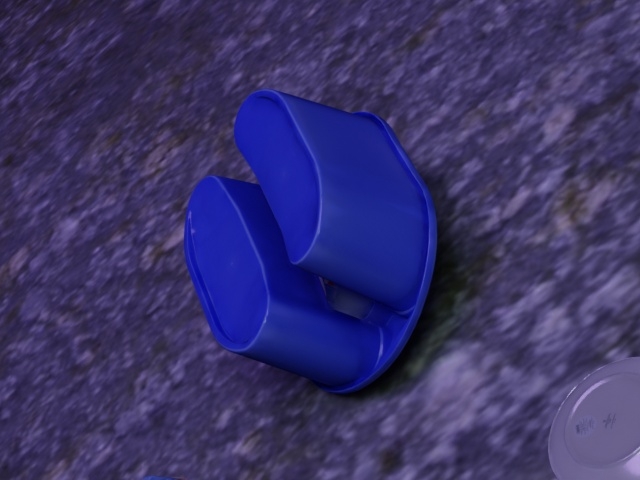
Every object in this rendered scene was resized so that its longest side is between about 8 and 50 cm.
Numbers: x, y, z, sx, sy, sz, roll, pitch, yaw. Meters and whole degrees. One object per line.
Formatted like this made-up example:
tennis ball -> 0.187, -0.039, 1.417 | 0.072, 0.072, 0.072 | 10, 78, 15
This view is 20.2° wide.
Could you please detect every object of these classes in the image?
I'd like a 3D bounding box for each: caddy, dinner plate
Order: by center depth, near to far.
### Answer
dinner plate -> 0.257, 0.159, 1.560 | 0.141, 0.017, 0.141 | -27, 40, 26
caddy -> 0.000, 0.000, 1.830 | 0.241, 0.179, 0.341 | -59, 31, 24

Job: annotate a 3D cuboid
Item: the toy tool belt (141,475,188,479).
toy tool belt -> -0.169, 0.261, 1.848 | 0.083, 0.051, 0.052 | -3, 54, 43
